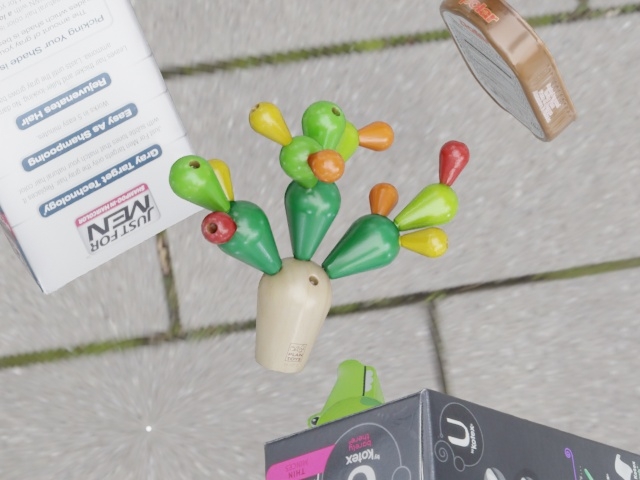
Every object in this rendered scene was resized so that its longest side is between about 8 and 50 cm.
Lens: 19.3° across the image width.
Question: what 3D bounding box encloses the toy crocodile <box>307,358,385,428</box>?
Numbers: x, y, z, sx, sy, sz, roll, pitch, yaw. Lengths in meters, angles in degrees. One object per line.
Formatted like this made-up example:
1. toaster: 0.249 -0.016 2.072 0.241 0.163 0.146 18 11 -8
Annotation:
1. toy crocodile: 0.018 0.238 1.532 0.105 0.115 0.340 -8 44 11

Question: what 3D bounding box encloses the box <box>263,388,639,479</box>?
1. box: 0.109 0.219 1.379 0.270 0.165 0.143 21 57 -43

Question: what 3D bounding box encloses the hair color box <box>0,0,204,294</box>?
1. hair color box: -0.236 -0.148 1.553 0.174 0.105 0.347 -29 119 -12

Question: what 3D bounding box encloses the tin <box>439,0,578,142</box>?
1. tin: 0.153 -0.143 1.526 0.040 0.189 0.106 -47 60 -5

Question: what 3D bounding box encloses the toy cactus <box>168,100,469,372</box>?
1. toy cactus: 0.000 0.000 1.228 0.219 0.112 0.180 0 108 -42
